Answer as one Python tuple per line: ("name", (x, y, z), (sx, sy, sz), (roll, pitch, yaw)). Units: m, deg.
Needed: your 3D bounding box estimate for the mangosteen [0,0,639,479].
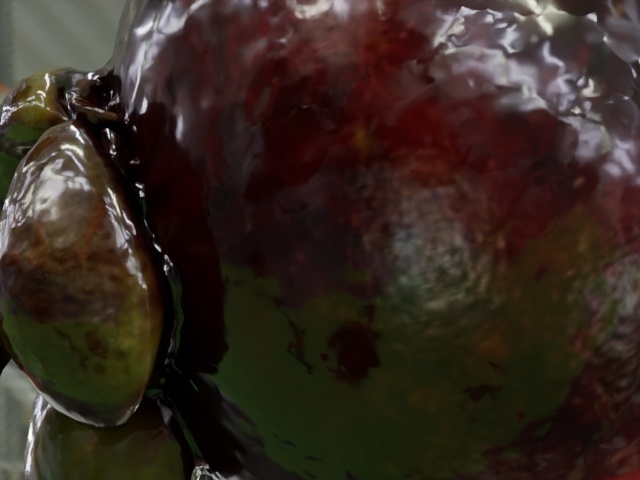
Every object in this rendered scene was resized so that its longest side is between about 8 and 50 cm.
("mangosteen", (0.000, 0.000, 0.557), (0.215, 0.257, 0.215), (63, -6, 12))
